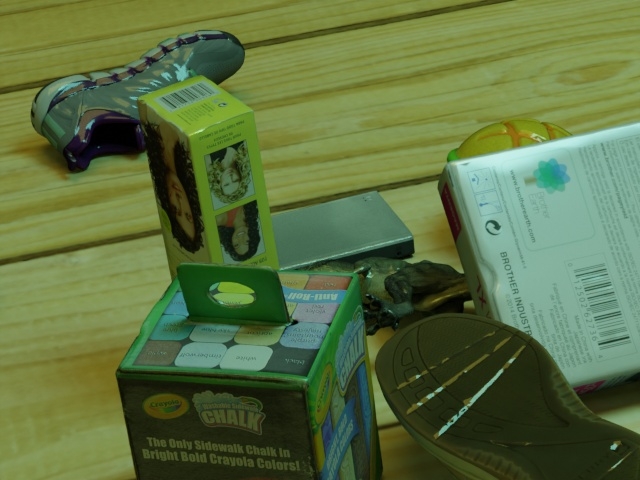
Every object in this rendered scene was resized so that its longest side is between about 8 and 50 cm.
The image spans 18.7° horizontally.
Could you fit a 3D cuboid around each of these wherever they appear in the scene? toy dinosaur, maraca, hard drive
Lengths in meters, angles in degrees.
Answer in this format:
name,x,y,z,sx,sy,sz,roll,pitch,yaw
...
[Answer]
name,x,y,z,sx,sy,sz,roll,pitch,yaw
toy dinosaur,0.088,0.049,1.498,0.268,0.064,0.118,3,24,10
maraca,0.185,-0.050,1.620,0.186,0.099,0.127,1,26,-44
hard drive,0.000,0.000,1.636,0.135,0.022,0.094,-14,30,-13

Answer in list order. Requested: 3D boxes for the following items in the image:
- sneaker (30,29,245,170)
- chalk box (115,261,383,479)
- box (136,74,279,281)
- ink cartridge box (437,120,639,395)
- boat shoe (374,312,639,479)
name,x,y,z,sx,sy,sz,roll,pitch,yaw
sneaker,-0.160,-0.126,1.863,0.224,0.083,0.098,-23,54,-19
chalk box,-0.045,0.099,1.271,0.132,0.213,0.132,3,31,16
box,-0.075,0.001,1.433,0.058,0.232,0.087,-23,32,-22
ink cartridge box,0.261,0.002,1.439,0.311,0.065,0.185,-13,73,-9
boat shoe,0.143,0.147,1.274,0.109,0.098,0.302,-35,40,-19
